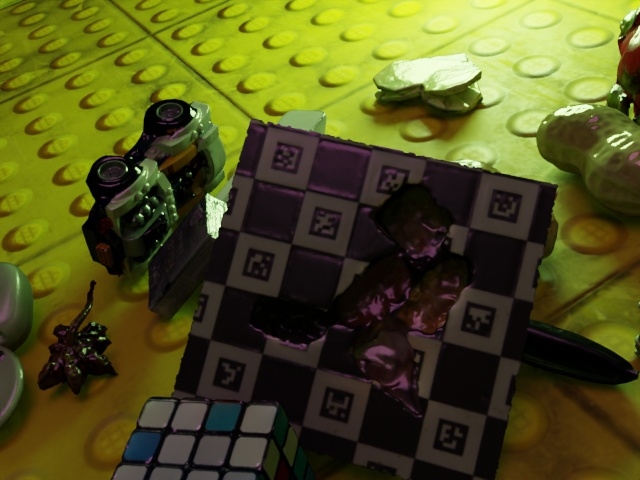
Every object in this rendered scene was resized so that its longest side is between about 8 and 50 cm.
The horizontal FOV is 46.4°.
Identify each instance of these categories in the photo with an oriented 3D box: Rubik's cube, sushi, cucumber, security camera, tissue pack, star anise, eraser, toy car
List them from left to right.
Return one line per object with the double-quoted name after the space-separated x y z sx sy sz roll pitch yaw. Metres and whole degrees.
-0.480 0.165 1.046 0.157 0.080 0.302 -15 50 -2 "security camera"
-0.333 0.132 1.037 0.097 0.070 0.191 -15 37 6 "star anise"
-0.253 -0.075 1.162 0.117 0.193 0.301 17 49 15 "toy car"
-0.188 0.022 1.064 0.156 0.051 0.112 -49 30 22 "tissue pack"
-0.106 0.261 0.743 0.155 0.151 0.154 -2 43 16 "Rubik's cube"
-0.090 -0.096 1.220 0.089 0.061 0.352 7 45 27 "eraser"
0.048 0.067 0.837 0.358 0.064 0.343 13 84 10 "sushi"
0.216 0.104 0.854 0.284 0.056 0.056 22 51 17 "cucumber"

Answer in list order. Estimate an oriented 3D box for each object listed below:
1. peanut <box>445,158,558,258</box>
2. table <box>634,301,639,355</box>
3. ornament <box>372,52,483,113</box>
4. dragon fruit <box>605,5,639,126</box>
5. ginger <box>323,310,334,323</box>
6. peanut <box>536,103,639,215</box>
0.208 -0.039 0.995 0.196 0.110 0.233 -6 36 -32 "peanut"
0.392 0.094 0.814 0.079 0.083 0.062 -32 43 -18 "table"
0.212 -0.299 1.355 0.201 0.059 0.180 18 48 37 "ornament"
0.535 -0.248 1.055 0.231 0.237 0.303 0 17 -1 "dragon fruit"
-0.020 0.016 1.041 0.236 0.166 0.375 -40 27 -6 "ginger"
0.403 -0.109 1.034 0.125 0.111 0.274 -39 39 -3 "peanut"
